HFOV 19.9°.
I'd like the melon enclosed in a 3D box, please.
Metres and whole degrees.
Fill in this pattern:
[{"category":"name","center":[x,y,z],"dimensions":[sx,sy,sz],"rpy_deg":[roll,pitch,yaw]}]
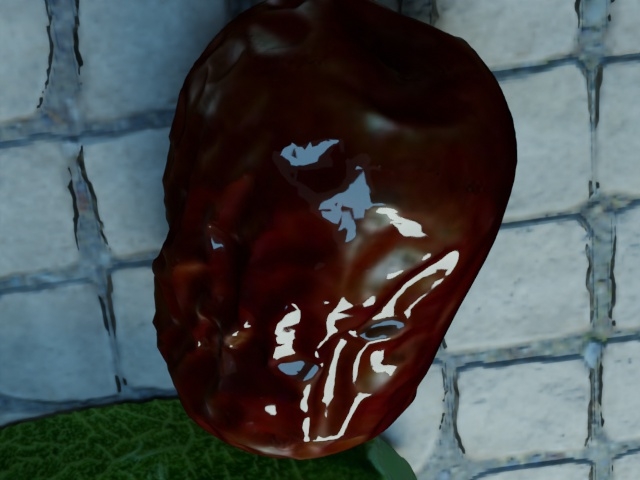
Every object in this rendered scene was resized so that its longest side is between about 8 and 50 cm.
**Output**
[{"category":"melon","center":[-0.106,0.177,0.958],"dimensions":[0.323,0.196,0.124],"rpy_deg":[-26,158,2]}]

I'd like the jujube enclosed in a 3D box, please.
[{"category":"jujube","center":[0.000,0.000,0.833],"dimensions":[0.155,0.155,0.230],"rpy_deg":[7,124,-11]}]
